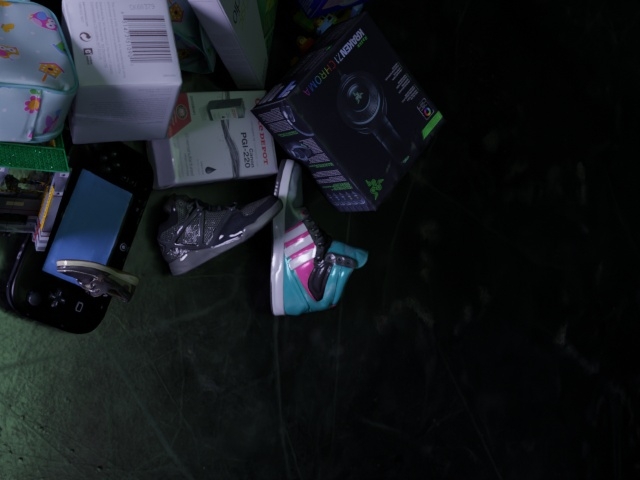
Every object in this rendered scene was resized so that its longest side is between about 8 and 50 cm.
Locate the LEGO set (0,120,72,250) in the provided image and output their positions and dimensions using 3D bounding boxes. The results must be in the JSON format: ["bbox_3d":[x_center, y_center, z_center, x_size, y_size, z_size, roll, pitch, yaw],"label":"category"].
[{"bbox_3d":[-0.508,-0.104,1.103,0.331,0.192,0.255,-5,51,-38],"label":"LEGO set"}]

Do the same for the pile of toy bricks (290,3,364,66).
[{"bbox_3d":[-0.009,-0.432,1.559,0.105,0.118,0.212,37,70,2],"label":"pile of toy bricks"}]

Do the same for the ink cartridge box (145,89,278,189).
[{"bbox_3d":[-0.194,-0.181,1.395,0.217,0.092,0.159,-11,94,-40],"label":"ink cartridge box"}]

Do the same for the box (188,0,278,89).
[{"bbox_3d":[-0.142,-0.434,1.343,0.322,0.058,0.232,61,34,-72],"label":"box"}]

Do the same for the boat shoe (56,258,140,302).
[{"bbox_3d":[-0.345,0.064,1.223,0.152,0.056,0.049,22,71,-50],"label":"boat shoe"}]

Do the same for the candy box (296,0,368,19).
[{"bbox_3d":[0.011,-0.612,1.507,0.268,0.122,0.317,-28,84,-34],"label":"candy box"}]

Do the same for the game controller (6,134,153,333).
[{"bbox_3d":[-0.377,-0.016,1.257,0.166,0.067,0.319,27,71,-33],"label":"game controller"}]

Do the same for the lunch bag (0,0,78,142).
[{"bbox_3d":[-0.468,-0.235,1.028,0.279,0.108,0.224,-2,47,-36],"label":"lunch bag"}]

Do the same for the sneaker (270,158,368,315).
[{"bbox_3d":[0.000,0.000,1.444,0.178,0.124,0.296,2,105,3],"label":"sneaker"}]

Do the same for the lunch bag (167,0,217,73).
[{"bbox_3d":[-0.258,-0.426,1.324,0.262,0.160,0.224,19,72,-47],"label":"lunch bag"}]

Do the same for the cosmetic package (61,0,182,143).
[{"bbox_3d":[-0.307,-0.255,1.191,0.151,0.184,0.151,-6,72,-22],"label":"cosmetic package"}]

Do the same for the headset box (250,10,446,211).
[{"bbox_3d":[0.062,-0.221,1.440,0.283,0.131,0.246,50,66,-23],"label":"headset box"}]

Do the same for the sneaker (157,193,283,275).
[{"bbox_3d":[-0.183,-0.043,1.352,0.227,0.087,0.130,-27,100,5],"label":"sneaker"}]
